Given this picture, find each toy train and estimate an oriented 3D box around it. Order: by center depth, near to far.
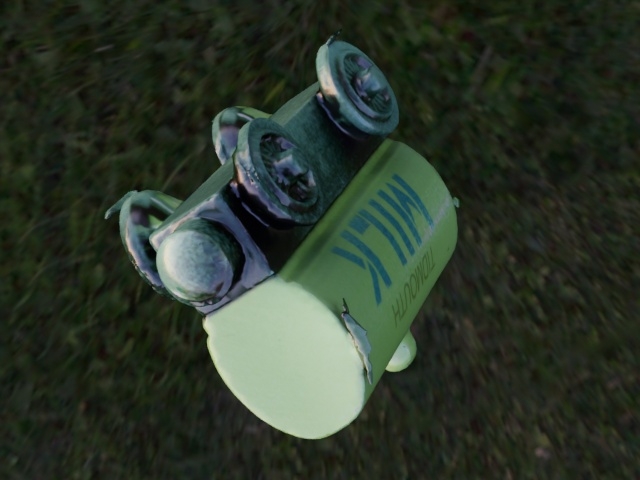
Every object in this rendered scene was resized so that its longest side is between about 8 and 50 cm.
[{"bbox_3d":[0.000,0.000,0.922,0.105,0.253,0.157,-32,99,25],"label":"toy train"}]
